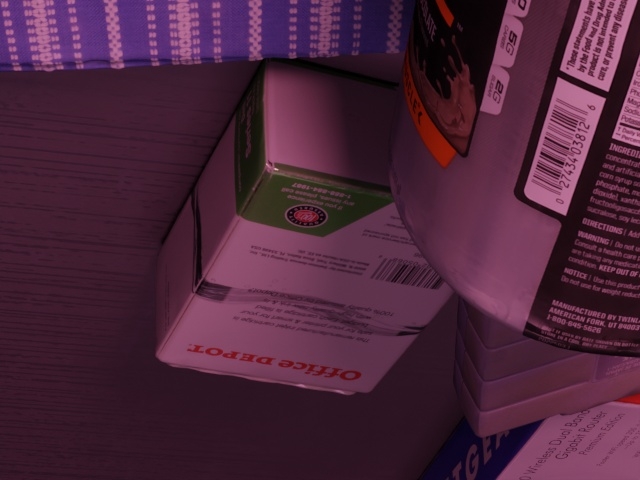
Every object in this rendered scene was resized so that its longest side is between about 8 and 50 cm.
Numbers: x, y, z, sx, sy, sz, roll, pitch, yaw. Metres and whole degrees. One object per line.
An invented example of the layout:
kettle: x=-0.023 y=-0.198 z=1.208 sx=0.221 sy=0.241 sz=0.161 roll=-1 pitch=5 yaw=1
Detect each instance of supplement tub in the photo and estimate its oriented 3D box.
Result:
supplement tub: x=0.148 y=-0.125 z=0.629 sx=0.207 sy=0.207 sz=0.338 roll=2 pitch=139 yaw=-6

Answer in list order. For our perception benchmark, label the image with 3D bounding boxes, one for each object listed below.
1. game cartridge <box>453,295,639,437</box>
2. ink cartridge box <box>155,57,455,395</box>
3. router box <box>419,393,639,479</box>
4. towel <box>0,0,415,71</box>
game cartridge: x=0.250 y=-0.003 z=0.902 sx=0.355 sy=0.068 sz=0.230 roll=-16 pitch=151 yaw=-9
ink cartridge box: x=0.000 y=0.000 z=0.934 sx=0.153 sy=0.086 sz=0.208 roll=12 pitch=142 yaw=-20
router box: x=0.261 y=0.180 z=1.214 sx=0.301 sy=0.082 sz=0.335 roll=7 pitch=145 yaw=-13
towel: x=-0.058 y=-0.176 z=0.732 sx=0.336 sy=0.040 sz=0.243 roll=-2 pitch=143 yaw=-2
